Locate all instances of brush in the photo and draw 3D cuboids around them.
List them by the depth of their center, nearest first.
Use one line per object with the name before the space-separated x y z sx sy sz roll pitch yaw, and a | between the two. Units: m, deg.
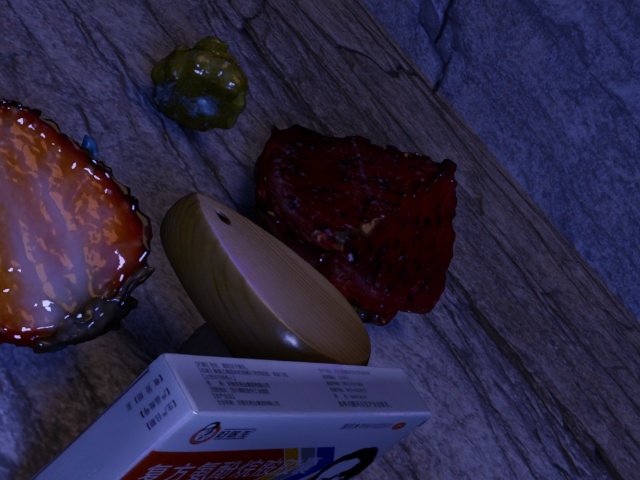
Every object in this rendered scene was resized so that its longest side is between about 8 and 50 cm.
brush | -0.088 0.088 1.332 0.266 0.166 0.174 47 22 6

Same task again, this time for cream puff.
cream puff | -0.164 -0.227 1.803 0.146 0.146 0.116 35 42 -26

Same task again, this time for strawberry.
strawberry | -0.268 -0.010 1.199 0.236 0.190 0.111 65 -21 2

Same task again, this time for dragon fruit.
dragon fruit | -0.001 0.009 1.761 0.286 0.227 0.329 19 34 22

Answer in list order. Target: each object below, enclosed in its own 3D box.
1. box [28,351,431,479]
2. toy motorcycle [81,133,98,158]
box | -0.076 0.188 1.103 0.353 0.214 0.069 9 43 -56
toy motorcycle | -0.334 -0.095 1.297 0.272 0.123 0.182 31 4 -38
